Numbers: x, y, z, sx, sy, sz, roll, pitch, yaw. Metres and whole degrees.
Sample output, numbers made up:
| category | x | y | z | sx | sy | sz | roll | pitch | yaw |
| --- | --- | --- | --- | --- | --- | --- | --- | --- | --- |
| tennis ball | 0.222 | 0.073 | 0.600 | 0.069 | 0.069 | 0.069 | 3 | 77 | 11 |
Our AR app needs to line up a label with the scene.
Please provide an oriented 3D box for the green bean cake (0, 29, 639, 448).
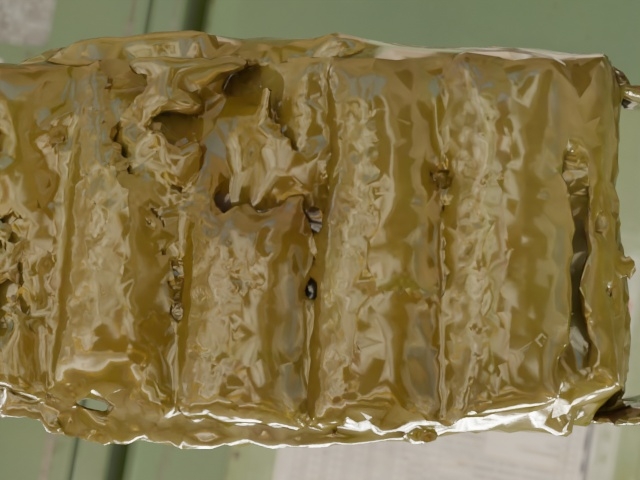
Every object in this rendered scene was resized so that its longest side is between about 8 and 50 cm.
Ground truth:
| category | x | y | z | sx | sy | sz | roll | pitch | yaw |
| --- | --- | --- | --- | --- | --- | --- | --- | --- | --- |
| green bean cake | 0.000 | 0.000 | 0.466 | 0.224 | 0.131 | 0.229 | 0 | 177 | 8 |
